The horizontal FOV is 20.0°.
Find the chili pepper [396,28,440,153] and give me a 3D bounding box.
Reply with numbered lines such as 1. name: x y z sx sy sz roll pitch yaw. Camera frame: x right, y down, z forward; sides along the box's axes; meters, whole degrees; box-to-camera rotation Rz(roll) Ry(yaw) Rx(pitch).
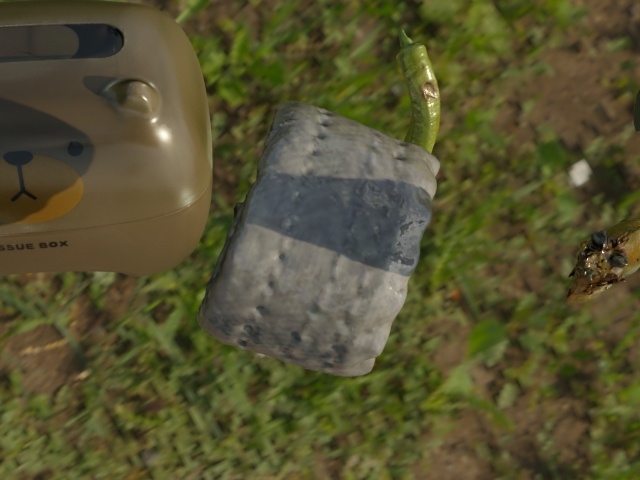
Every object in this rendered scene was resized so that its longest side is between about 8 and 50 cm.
1. chili pepper: 0.108 -0.132 2.025 0.049 0.043 0.208 -3 115 -6

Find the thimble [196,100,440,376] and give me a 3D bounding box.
1. thimble: 0.000 0.000 1.566 0.157 0.245 0.217 22 99 -5

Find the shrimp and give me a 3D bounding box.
1. shrimp: 0.217 0.018 1.372 0.091 0.184 0.043 -43 78 7

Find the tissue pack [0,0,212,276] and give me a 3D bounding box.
1. tissue pack: -0.309 -0.113 1.920 0.387 0.277 0.267 -2 51 -5

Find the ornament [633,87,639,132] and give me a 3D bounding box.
1. ornament: 0.241 -0.083 1.123 0.068 0.092 0.041 -24 120 -65
